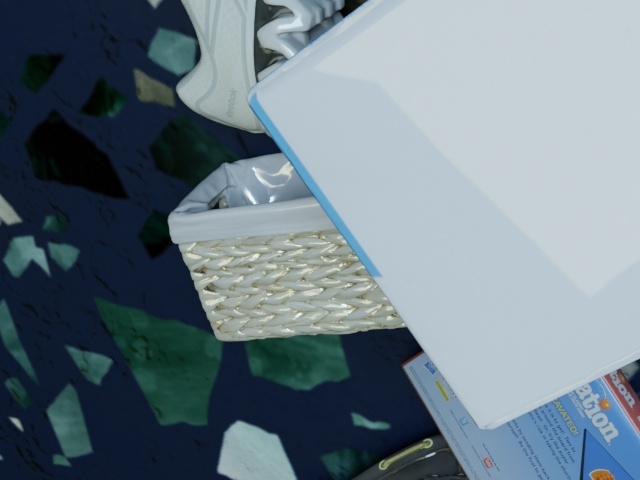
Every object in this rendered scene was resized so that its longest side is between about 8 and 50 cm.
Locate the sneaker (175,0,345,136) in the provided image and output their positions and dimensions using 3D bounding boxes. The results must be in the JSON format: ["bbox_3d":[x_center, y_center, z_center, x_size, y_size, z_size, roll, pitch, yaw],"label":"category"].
[{"bbox_3d":[-0.041,-0.201,0.668,0.118,0.110,0.292,13,114,22],"label":"sneaker"}]

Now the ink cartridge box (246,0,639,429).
[{"bbox_3d":[0.129,-0.078,0.566,0.197,0.270,0.198,-32,99,24],"label":"ink cartridge box"}]

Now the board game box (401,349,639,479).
[{"bbox_3d":[0.178,0.172,0.720,0.145,0.027,0.281,-40,75,41],"label":"board game box"}]

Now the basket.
[{"bbox_3d":[0.000,0.000,0.727,0.167,0.113,0.103,-7,111,20],"label":"basket"}]

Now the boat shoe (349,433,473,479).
[{"bbox_3d":[0.028,0.224,0.837,0.228,0.068,0.081,-32,134,28],"label":"boat shoe"}]
